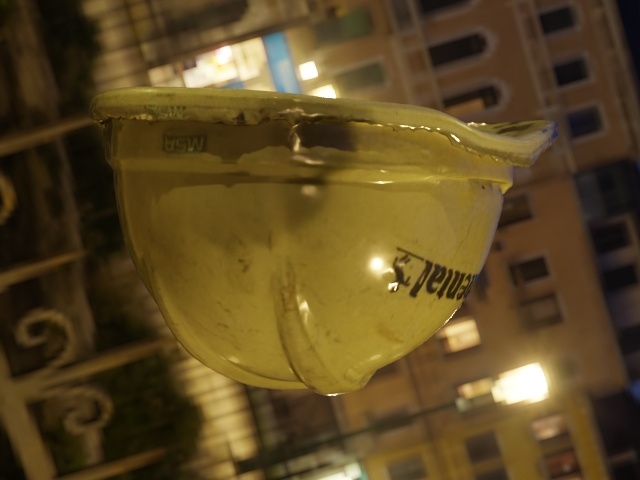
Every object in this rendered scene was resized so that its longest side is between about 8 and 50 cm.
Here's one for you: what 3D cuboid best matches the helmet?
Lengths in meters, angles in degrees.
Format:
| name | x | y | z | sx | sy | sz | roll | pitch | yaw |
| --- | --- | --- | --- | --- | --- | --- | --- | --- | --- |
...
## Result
| name | x | y | z | sx | sy | sz | roll | pitch | yaw |
| --- | --- | --- | --- | --- | --- | --- | --- | --- | --- |
| helmet | 0.002 | 0.003 | 0.838 | 0.257 | 0.204 | 0.137 | -1 | 94 | -57 |
